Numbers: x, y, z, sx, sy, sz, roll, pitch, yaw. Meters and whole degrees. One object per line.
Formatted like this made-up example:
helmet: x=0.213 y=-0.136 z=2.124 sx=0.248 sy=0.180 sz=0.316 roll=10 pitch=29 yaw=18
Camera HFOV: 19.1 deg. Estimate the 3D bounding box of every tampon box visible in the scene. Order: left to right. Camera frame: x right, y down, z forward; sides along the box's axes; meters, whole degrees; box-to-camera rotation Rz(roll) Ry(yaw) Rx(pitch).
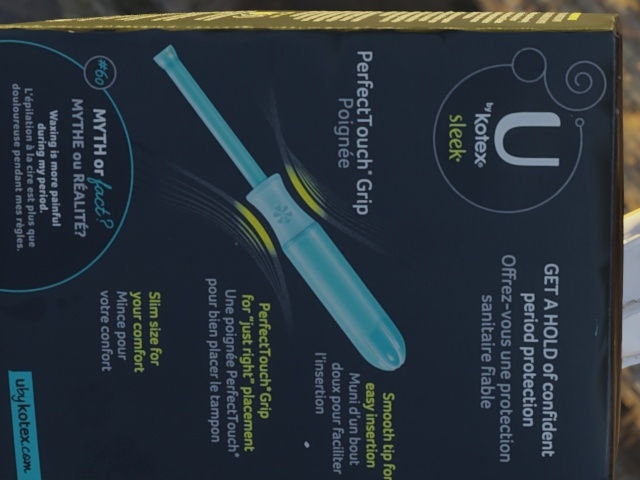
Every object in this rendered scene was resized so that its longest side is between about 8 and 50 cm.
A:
tampon box: x=0.000 y=0.000 z=0.507 sx=0.101 sy=0.161 sz=0.120 roll=-40 pitch=-49 yaw=-77

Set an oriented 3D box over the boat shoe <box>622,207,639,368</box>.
boat shoe: x=0.202 y=0.022 z=0.884 sx=0.096 sy=0.277 sz=0.098 roll=66 pitch=-173 yaw=19
